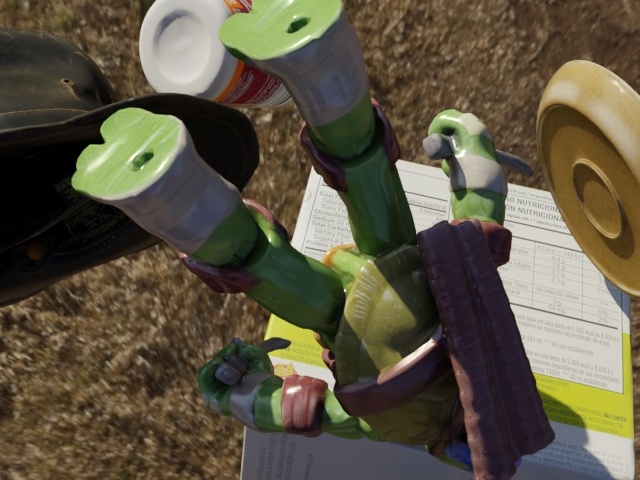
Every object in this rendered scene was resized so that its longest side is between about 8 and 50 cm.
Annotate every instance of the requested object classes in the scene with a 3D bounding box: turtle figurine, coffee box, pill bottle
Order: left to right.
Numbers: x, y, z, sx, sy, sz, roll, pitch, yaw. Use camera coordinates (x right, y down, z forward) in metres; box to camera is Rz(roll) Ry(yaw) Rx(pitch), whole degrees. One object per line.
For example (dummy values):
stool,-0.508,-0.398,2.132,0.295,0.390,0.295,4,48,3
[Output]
pill bottle,-0.058,-0.144,0.767,0.086,0.152,0.086,5,99,30
turtle figurine,0.000,0.000,0.540,0.198,0.266,0.274,-21,40,20
coffee box,0.112,0.153,1.069,0.338,0.337,0.334,12,49,1

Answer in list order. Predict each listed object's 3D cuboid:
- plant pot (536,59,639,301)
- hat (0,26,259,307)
plant pot,0.249,-0.040,0.868,0.032,0.236,0.236,-27,78,-8
hat,-0.203,-0.060,0.653,0.331,0.331,0.134,-20,78,-8
